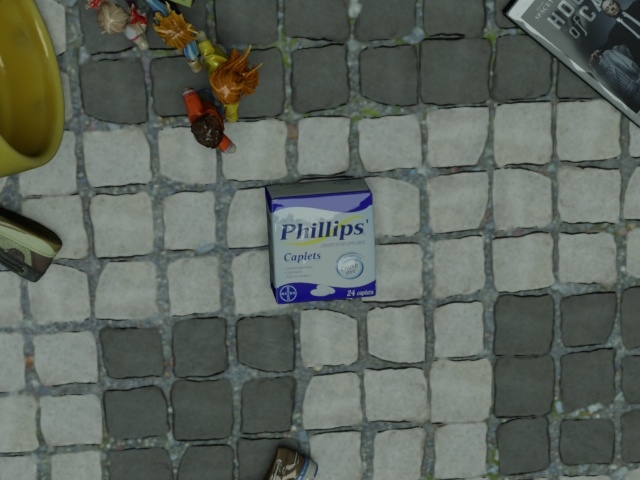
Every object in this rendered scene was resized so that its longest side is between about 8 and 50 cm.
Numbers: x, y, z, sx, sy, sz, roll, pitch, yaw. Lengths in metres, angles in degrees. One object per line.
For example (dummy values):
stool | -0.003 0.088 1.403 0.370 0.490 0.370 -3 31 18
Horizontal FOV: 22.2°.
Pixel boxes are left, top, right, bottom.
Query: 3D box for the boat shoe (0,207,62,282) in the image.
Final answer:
boat shoe | -0.421 -0.014 1.945 0.223 0.080 0.073 23 97 -16

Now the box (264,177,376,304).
box | 0.000 0.000 1.996 0.126 0.072 0.137 -5 106 -5

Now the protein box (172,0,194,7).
protein box | -0.197 -0.396 1.767 0.201 0.136 0.200 20 137 2

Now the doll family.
doll family | -0.153 -0.222 1.868 0.118 0.163 0.263 -39 106 6

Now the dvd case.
dvd case | 0.366 -0.271 1.979 0.238 0.029 0.179 37 99 -15

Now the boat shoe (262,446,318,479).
boat shoe | -0.080 0.345 2.096 0.066 0.066 0.183 34 90 -9

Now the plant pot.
plant pot | -0.448 -0.173 1.824 0.239 0.254 0.254 -15 108 15
